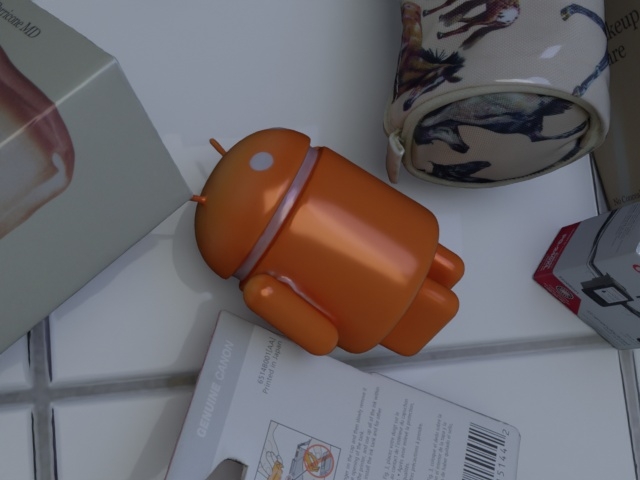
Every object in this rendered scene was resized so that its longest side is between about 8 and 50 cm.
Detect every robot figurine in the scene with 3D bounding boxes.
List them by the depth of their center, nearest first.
[{"bbox_3d":[0.000,0.001,0.651,0.219,0.128,0.158,31,78,-8],"label":"robot figurine"}]

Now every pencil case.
[{"bbox_3d":[0.125,-0.245,0.692,0.183,0.160,0.410,-3,73,11],"label":"pencil case"}]

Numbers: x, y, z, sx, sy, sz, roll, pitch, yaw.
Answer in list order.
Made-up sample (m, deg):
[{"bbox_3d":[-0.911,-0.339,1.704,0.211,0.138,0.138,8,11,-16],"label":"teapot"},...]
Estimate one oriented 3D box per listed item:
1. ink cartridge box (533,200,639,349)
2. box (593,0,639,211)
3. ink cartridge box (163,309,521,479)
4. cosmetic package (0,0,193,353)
[{"bbox_3d":[0.264,0.031,0.712,0.109,0.150,0.063,39,72,-7],"label":"ink cartridge box"},{"bbox_3d":[0.304,-0.172,0.763,0.121,0.148,0.311,-14,83,-17],"label":"box"},{"bbox_3d":[0.001,0.229,0.599,0.261,0.066,0.296,24,55,-12],"label":"ink cartridge box"},{"bbox_3d":[-0.251,-0.008,0.546,0.296,0.129,0.153,-42,51,-18],"label":"cosmetic package"}]
